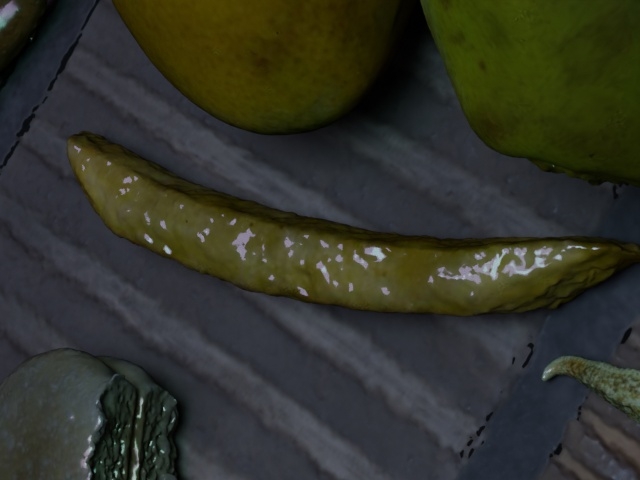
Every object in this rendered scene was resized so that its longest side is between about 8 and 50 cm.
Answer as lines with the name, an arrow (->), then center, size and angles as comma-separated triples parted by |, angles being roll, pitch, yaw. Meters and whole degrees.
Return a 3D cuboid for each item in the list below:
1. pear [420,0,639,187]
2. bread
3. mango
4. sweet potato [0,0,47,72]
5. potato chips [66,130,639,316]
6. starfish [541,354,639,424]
pear -> 0.175, -0.185, 1.031 | 0.269, 0.269, 0.321 | 25, 92, 29
bread -> -0.194, 0.236, 1.240 | 0.183, 0.102, 0.337 | 1, 80, 28
mango -> -0.023, -0.252, 1.177 | 0.264, 0.221, 0.378 | 7, 92, 27
sweet potato -> -0.279, -0.087, 1.368 | 0.274, 0.067, 0.067 | -45, 64, 14
potato chips -> 0.000, 0.000, 1.205 | 0.407, 0.057, 0.080 | 12, 90, 29
starfish -> 0.217, 0.110, 1.084 | 0.223, 0.050, 0.217 | 20, 98, 34
